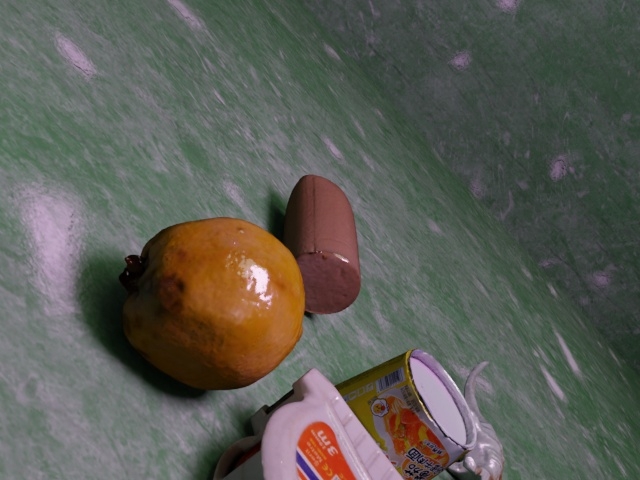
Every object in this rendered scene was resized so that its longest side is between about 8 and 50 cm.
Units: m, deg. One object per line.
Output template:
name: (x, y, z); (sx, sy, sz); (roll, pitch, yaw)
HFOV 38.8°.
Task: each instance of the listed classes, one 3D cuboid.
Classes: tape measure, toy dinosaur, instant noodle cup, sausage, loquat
tape measure: (-0.001, 0.297, 0.987); (0.258, 0.130, 0.265); (53, 25, 5)
toy dinosaur: (0.252, 0.317, 1.559); (0.205, 0.092, 0.393); (51, 19, -7)
instant noodle cup: (0.111, 0.251, 1.265); (0.205, 0.153, 0.205); (44, 21, -22)
sausage: (0.000, 0.000, 1.465); (0.123, 0.123, 0.253); (44, 23, -24)
loquat: (-0.119, 0.069, 1.010); (0.234, 0.176, 0.187); (29, 72, -32)
